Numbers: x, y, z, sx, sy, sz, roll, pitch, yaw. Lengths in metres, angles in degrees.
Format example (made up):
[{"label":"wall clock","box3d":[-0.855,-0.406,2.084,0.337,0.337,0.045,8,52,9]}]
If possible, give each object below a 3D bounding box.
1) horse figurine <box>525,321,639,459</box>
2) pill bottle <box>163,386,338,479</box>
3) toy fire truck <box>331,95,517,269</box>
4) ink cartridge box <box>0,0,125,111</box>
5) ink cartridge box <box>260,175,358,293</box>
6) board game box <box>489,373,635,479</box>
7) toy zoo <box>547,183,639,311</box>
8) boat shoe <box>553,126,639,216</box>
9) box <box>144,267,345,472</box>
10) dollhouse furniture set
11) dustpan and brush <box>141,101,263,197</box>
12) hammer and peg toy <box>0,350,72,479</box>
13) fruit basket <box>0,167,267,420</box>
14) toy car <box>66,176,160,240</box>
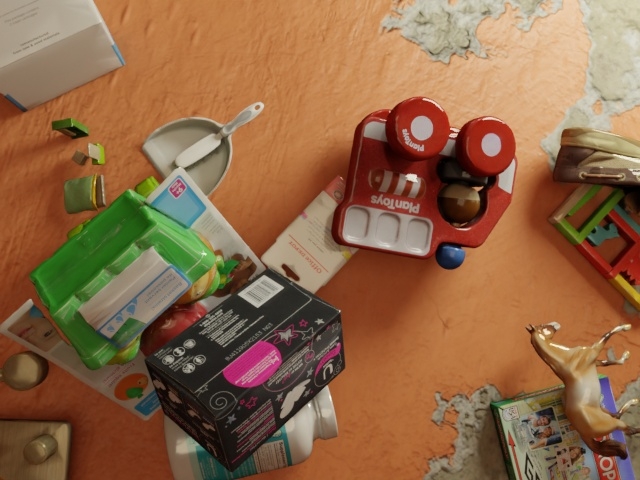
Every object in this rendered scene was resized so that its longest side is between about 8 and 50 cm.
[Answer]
[{"label":"horse figurine","box3d":[0.470,0.257,1.167,0.175,0.066,0.263,-10,84,-13]},{"label":"pill bottle","box3d":[-0.110,0.302,1.102,0.264,0.146,0.146,-12,87,-8]},{"label":"toy fire truck","box3d":[0.178,-0.087,1.139,0.303,0.169,0.253,11,89,-18]},{"label":"ink cartridge box","box3d":[-0.478,-0.387,1.088,0.197,0.198,0.270,-28,88,-7]},{"label":"ink cartridge box","box3d":[0.000,0.000,1.178,0.115,0.067,0.198,44,81,-1]},{"label":"board game box","box3d":[0.443,0.418,1.206,0.214,0.046,0.317,-14,87,-7]},{"label":"toy zoo","box3d":[0.589,-0.004,1.263,0.192,0.030,0.293,-45,91,-8]},{"label":"boat shoe","box3d":[0.580,-0.099,1.201,0.342,0.123,0.123,16,91,0]},{"label":"box","box3d":[-0.105,0.185,1.017,0.163,0.142,0.247,29,50,33]},{"label":"dollhouse furniture set","box3d":[-0.406,-0.122,1.136,0.076,0.058,0.151,-7,83,11]},{"label":"dustpan and brush","box3d":[-0.186,-0.170,1.172,0.211,0.060,0.147,-36,90,-8]},{"label":"hammer and peg toy","box3d":[-0.527,0.349,1.060,0.266,0.127,0.360,2,85,-4]},{"label":"fruit basket","box3d":[-0.237,0.108,1.035,0.327,0.165,0.353,-42,133,-8]},{"label":"toy car","box3d":[-0.285,0.015,1.115,0.155,0.149,0.188,-36,102,-4]}]
